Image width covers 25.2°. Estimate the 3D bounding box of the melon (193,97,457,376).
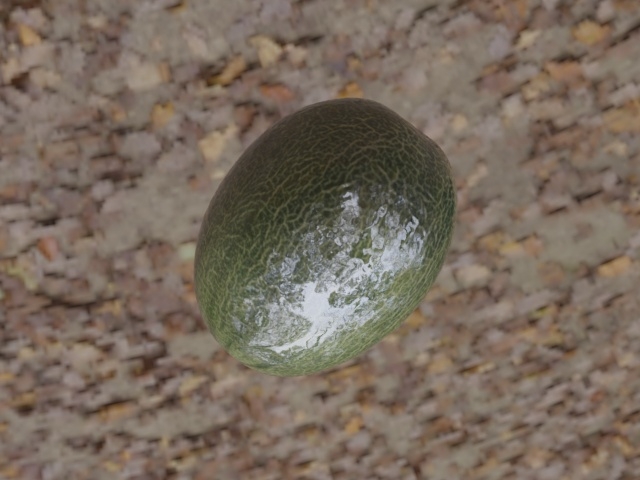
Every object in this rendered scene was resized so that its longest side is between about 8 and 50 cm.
[{"bbox_3d":[0.000,0.000,1.461,0.301,0.237,0.237,-51,137,9],"label":"melon"}]
